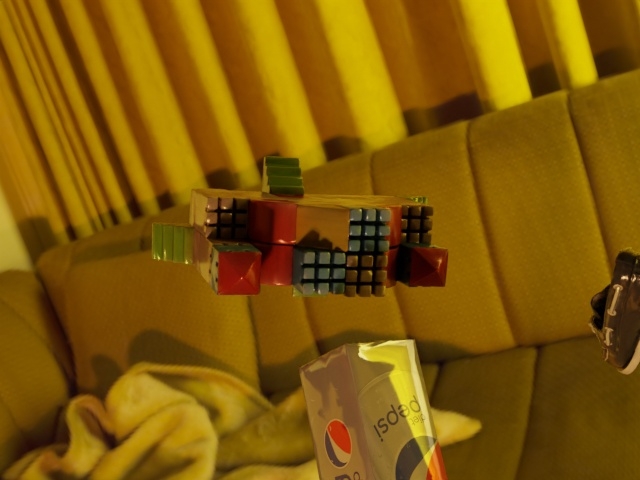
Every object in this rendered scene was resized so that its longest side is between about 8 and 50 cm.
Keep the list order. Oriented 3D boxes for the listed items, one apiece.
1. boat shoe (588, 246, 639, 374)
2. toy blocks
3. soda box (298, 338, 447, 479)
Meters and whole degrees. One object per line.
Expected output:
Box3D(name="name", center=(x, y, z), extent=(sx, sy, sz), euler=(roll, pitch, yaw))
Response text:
Box3D(name="boat shoe", center=(0.408, 0.091, 1.132), extent=(0.091, 0.302, 0.114), euler=(18, 63, 14))
Box3D(name="toy blocks", center=(0.000, 0.000, 1.039), extent=(0.382, 0.190, 0.261), euler=(1, 8, -17))
Box3D(name="soda box", center=(0.064, 0.246, 0.833), extent=(0.091, 0.286, 0.098), euler=(1, -23, -33))
